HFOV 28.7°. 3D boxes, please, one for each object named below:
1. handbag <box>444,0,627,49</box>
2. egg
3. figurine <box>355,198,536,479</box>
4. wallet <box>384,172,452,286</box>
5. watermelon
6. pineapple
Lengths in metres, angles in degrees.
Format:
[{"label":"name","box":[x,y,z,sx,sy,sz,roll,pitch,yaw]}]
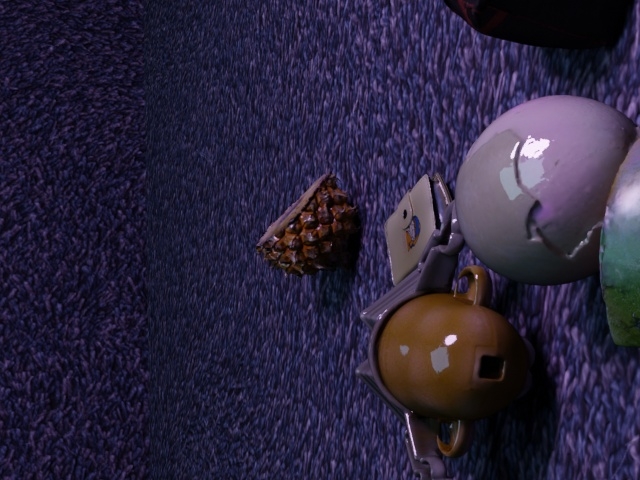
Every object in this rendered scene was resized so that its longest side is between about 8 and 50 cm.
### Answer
[{"label":"handbag","box":[0.212,-0.294,1.345,0.215,0.169,0.155,-124,44,-62]},{"label":"egg","box":[0.234,-0.053,1.206,0.217,0.183,0.183,-33,53,53]},{"label":"figurine","box":[0.141,0.133,1.441,0.285,0.167,0.342,165,89,-78]},{"label":"wallet","box":[0.135,-0.013,1.687,0.155,0.039,0.110,126,141,-56]},{"label":"watermelon","box":[0.334,-0.017,1.050,0.146,0.128,0.231,3,86,53]},{"label":"pineapple","box":[0.000,-0.001,1.953,0.176,0.137,0.161,-50,9,-22]}]
